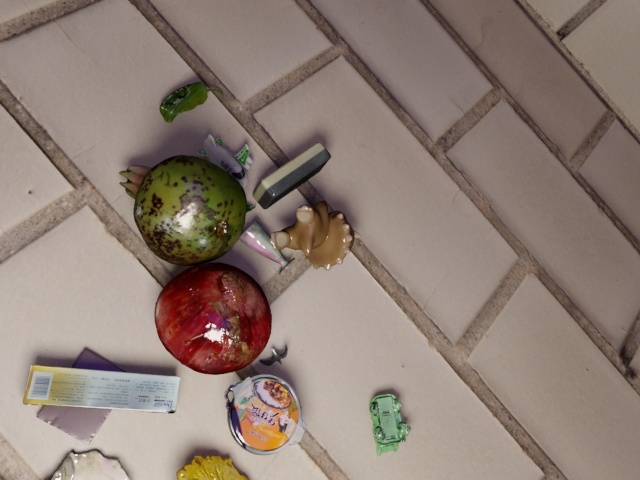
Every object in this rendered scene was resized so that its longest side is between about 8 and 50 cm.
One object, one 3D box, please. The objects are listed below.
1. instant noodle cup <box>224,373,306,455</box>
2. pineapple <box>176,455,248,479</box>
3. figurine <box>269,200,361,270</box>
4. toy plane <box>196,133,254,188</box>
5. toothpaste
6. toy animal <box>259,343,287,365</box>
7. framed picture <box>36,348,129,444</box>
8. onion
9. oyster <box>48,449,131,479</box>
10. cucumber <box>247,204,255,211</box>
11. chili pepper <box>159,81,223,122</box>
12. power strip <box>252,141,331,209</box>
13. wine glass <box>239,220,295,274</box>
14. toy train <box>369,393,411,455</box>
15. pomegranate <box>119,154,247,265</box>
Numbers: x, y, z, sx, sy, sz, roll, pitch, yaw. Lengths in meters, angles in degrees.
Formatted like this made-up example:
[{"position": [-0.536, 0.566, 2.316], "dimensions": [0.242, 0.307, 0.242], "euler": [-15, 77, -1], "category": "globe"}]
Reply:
[{"position": [-0.150, 0.419, 1.267], "dimensions": [0.208, 0.125, 0.178], "euler": [48, 59, -1], "category": "instant noodle cup"}, {"position": [-0.248, 0.587, 1.192], "dimensions": [0.250, 0.164, 0.139], "euler": [39, 22, -10], "category": "pineapple"}, {"position": [0.004, -0.003, 1.448], "dimensions": [0.177, 0.247, 0.173], "euler": [-43, 83, 12], "category": "figurine"}, {"position": [-0.267, -0.216, 1.480], "dimensions": [0.174, 0.080, 0.173], "euler": [8, 70, -23], "category": "toy plane"}, {"position": [-0.473, 0.330, 1.165], "dimensions": [0.313, 0.071, 0.089], "euler": [10, 65, -19], "category": "toothpaste"}, {"position": [-0.115, 0.305, 1.380], "dimensions": [0.084, 0.050, 0.028], "euler": [-31, 48, 5], "category": "toy animal"}, {"position": [-0.527, 0.350, 1.189], "dimensions": [0.128, 0.023, 0.168], "euler": [33, 62, -9], "category": "framed picture"}, {"position": [-0.245, 0.179, 1.243], "dimensions": [0.277, 0.276, 0.275], "euler": [8, 68, -21], "category": "onion"}, {"position": [-0.481, 0.557, 1.089], "dimensions": [0.214, 0.083, 0.222], "euler": [25, 43, -6], "category": "oyster"}, {"position": [-0.251, -0.085, 1.462], "dimensions": [0.155, 0.037, 0.037], "euler": [-4, 73, -24], "category": "cucumber"}, {"position": [-0.374, -0.414, 1.515], "dimensions": [0.072, 0.073, 0.204], "euler": [41, 58, 11], "category": "chili pepper"}, {"position": [-0.079, -0.193, 1.537], "dimensions": [0.257, 0.105, 0.070], "euler": [-38, 89, -31], "category": "power strip"}, {"position": [-0.146, 0.020, 1.447], "dimensions": [0.155, 0.073, 0.073], "euler": [43, 61, -3], "category": "wine glass"}, {"position": [0.176, 0.492, 1.414], "dimensions": [0.099, 0.081, 0.149], "euler": [-4, 67, -24], "category": "toy train"}, {"position": [-0.359, -0.091, 1.313], "dimensions": [0.341, 0.284, 0.285], "euler": [27, 57, 25], "category": "pomegranate"}]
